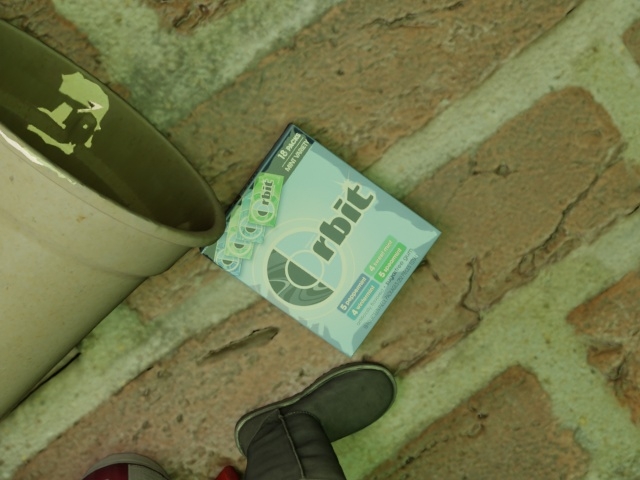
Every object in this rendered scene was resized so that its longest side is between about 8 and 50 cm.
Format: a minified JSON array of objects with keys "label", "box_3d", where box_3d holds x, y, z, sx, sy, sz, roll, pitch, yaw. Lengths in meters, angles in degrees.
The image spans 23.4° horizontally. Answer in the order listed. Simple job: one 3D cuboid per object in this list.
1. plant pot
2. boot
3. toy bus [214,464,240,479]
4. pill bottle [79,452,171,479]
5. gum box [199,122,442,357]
[{"label":"plant pot","box_3d":[-0.305,0.006,1.373,0.334,0.334,0.305,36,103,-10]},{"label":"boot","box_3d":[0.003,0.196,1.469,0.189,0.208,0.076,-27,101,-3]},{"label":"toy bus","box_3d":[-0.056,0.337,1.531,0.104,0.202,0.191,20,87,-40]},{"label":"pill bottle","box_3d":[-0.184,0.277,1.450,0.121,0.221,0.121,-1,98,-7]},{"label":"gum box","box_3d":[0.000,0.000,1.529,0.184,0.041,0.157,36,92,-9]}]
